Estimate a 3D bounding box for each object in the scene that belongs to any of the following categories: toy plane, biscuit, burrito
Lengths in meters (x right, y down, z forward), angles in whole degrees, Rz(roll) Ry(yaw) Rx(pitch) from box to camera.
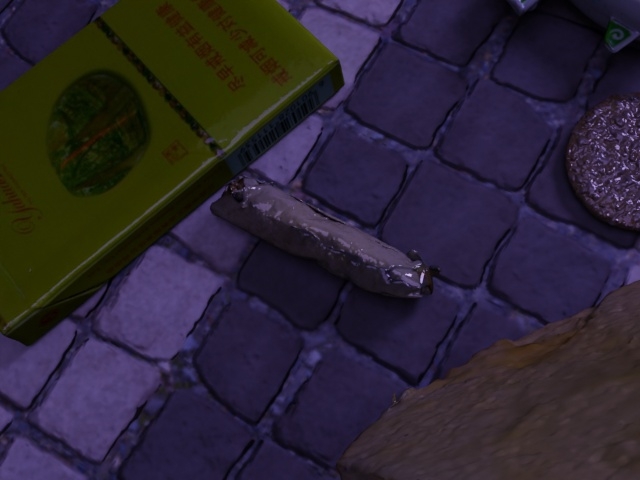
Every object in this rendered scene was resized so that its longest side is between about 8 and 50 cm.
[{"bbox_3d":[0.225,-0.224,0.608,0.174,0.080,0.174,-3,68,8],"label":"toy plane"},{"bbox_3d":[0.245,-0.060,0.580,0.120,0.015,0.120,-2,71,7],"label":"biscuit"},{"bbox_3d":[0.000,0.000,0.582,0.185,0.041,0.045,27,35,17],"label":"burrito"}]

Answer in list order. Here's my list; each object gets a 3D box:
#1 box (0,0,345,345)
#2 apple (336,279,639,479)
[{"bbox_3d":[-0.165,-0.092,0.633,0.335,0.047,0.187,-40,70,-8],"label":"box"},{"bbox_3d":[0.201,0.137,0.395,0.309,0.252,0.314,-21,51,-25],"label":"apple"}]
